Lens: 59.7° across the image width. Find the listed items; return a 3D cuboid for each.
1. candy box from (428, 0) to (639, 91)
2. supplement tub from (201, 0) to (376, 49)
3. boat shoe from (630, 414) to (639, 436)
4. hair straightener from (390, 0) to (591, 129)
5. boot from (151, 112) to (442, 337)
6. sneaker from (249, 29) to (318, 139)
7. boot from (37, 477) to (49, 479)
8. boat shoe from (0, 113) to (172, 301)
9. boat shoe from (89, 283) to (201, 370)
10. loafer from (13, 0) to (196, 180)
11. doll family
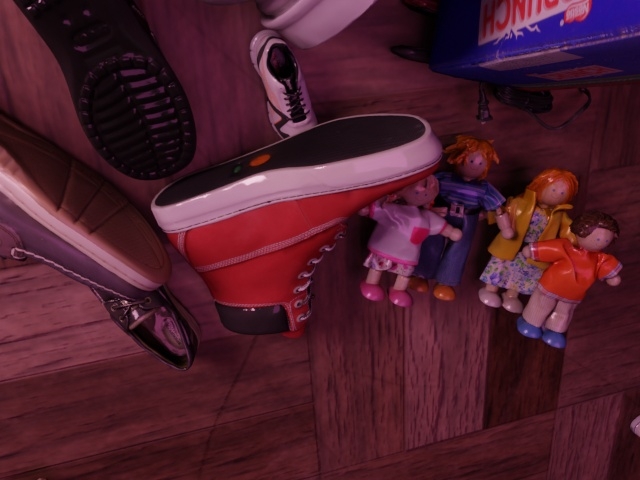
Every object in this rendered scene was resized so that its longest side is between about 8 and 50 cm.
[{"bbox_3d":[0.196,-0.261,0.333,0.122,0.268,0.318,7,101,-17],"label":"candy box"},{"bbox_3d":[-0.074,-0.278,0.289,0.316,0.228,0.228,32,100,-26],"label":"supplement tub"},{"bbox_3d":[0.496,0.251,0.799,0.100,0.035,0.035,-36,118,0],"label":"boat shoe"},{"bbox_3d":[0.168,-0.154,0.527,0.230,0.047,0.089,7,110,-25],"label":"hair straightener"},{"bbox_3d":[0.000,0.000,0.489,0.244,0.088,0.176,-16,119,15],"label":"boot"},{"bbox_3d":[-0.028,-0.122,0.474,0.040,0.044,0.109,-29,119,-6],"label":"sneaker"},{"bbox_3d":[-0.323,0.299,0.553,0.084,0.059,0.158,20,106,-19],"label":"boot"},{"bbox_3d":[-0.247,-0.035,0.414,0.285,0.103,0.092,37,103,-23],"label":"boat shoe"},{"bbox_3d":[-0.160,0.059,0.504,0.056,0.049,0.152,-39,117,2],"label":"boat shoe"},{"bbox_3d":[-0.152,-0.142,0.409,0.080,0.078,0.220,-17,134,-2],"label":"loafer"},{"bbox_3d":[0.161,-0.014,0.555,0.262,0.118,0.163,14,115,-3],"label":"doll family"}]
